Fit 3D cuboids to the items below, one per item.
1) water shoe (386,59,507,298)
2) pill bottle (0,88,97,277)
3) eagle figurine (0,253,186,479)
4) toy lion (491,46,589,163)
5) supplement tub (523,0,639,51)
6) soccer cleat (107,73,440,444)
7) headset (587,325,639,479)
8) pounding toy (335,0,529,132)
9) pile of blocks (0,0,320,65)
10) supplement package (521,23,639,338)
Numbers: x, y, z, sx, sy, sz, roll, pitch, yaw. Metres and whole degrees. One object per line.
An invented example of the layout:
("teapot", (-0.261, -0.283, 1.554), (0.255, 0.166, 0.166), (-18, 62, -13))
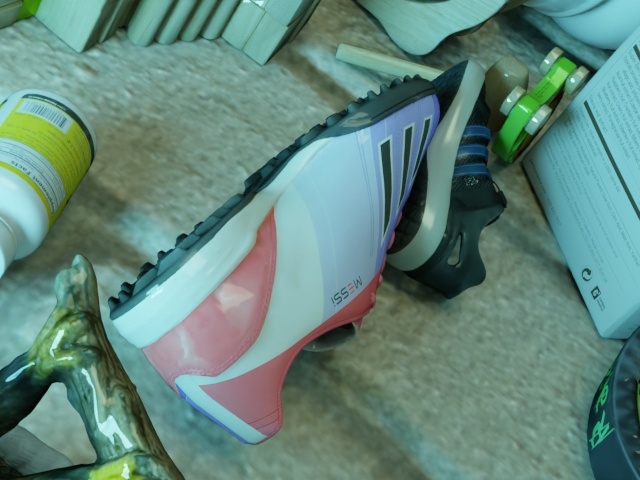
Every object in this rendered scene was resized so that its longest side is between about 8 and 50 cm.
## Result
("water shoe", (0.092, -0.043, 0.992), (0.080, 0.073, 0.203), (41, 46, -22))
("pill bottle", (-0.176, -0.030, 0.788), (0.065, 0.065, 0.116), (31, 42, -7))
("eagle figurine", (-0.210, 0.120, 0.577), (0.298, 0.225, 0.226), (-24, 21, -14))
("toy lion", (0.158, -0.092, 1.051), (0.034, 0.096, 0.100), (37, 49, 10))
("supplement tub", (0.335, -0.269, 1.225), (0.325, 0.235, 0.235), (9, 49, -28))
("soccer cleat", (0.000, 0.000, 0.867), (0.116, 0.108, 0.318), (52, 42, -6))
("headset", (0.361, 0.198, 0.931), (0.394, 0.185, 0.243), (27, 45, 11))
("pounding toy", (0.079, -0.222, 1.069), (0.269, 0.154, 0.155), (47, 42, 12))
("pile of blocks", (-0.138, -0.211, 0.943), (0.362, 0.112, 0.149), (-4, 56, -37))
("supplement package", (0.317, -0.077, 0.997), (0.177, 0.293, 0.175), (5, 51, -32))
